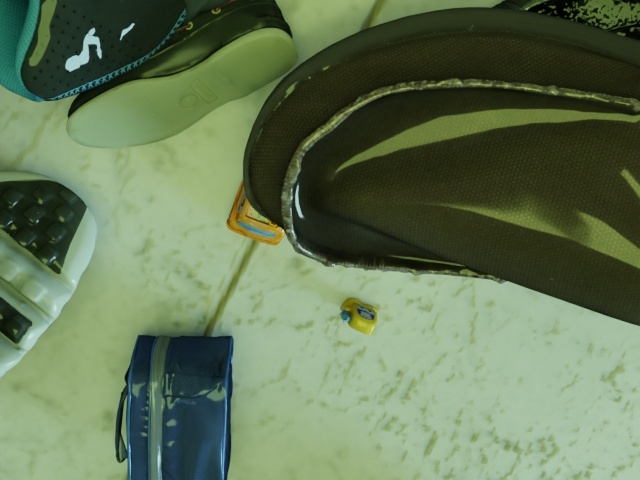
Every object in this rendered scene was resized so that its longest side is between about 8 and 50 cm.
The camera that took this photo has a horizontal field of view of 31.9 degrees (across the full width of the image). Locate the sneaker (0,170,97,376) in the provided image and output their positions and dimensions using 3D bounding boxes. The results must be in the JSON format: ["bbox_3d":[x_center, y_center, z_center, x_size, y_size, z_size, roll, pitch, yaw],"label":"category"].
[{"bbox_3d":[-0.241,0.077,0.618,0.110,0.118,0.292,44,81,3],"label":"sneaker"}]

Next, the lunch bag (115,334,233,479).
[{"bbox_3d":[-0.084,0.104,0.644,0.065,0.067,0.098,3,107,-2],"label":"lunch bag"}]

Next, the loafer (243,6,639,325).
[{"bbox_3d":[0.145,-0.028,0.555,0.365,0.130,0.134,-1,128,-4],"label":"loafer"}]

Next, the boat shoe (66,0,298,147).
[{"bbox_3d":[-0.077,-0.090,0.604,0.133,0.042,0.049,-24,147,8],"label":"boat shoe"}]

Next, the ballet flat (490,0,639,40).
[{"bbox_3d":[0.140,-0.113,0.597,0.173,0.049,0.057,-22,104,5],"label":"ballet flat"}]

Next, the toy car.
[{"bbox_3d":[0.000,0.000,0.630,0.122,0.040,0.060,38,102,-10],"label":"toy car"}]

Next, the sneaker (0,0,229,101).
[{"bbox_3d":[-0.170,-0.219,0.487,0.139,0.125,0.341,-43,110,-19],"label":"sneaker"}]
